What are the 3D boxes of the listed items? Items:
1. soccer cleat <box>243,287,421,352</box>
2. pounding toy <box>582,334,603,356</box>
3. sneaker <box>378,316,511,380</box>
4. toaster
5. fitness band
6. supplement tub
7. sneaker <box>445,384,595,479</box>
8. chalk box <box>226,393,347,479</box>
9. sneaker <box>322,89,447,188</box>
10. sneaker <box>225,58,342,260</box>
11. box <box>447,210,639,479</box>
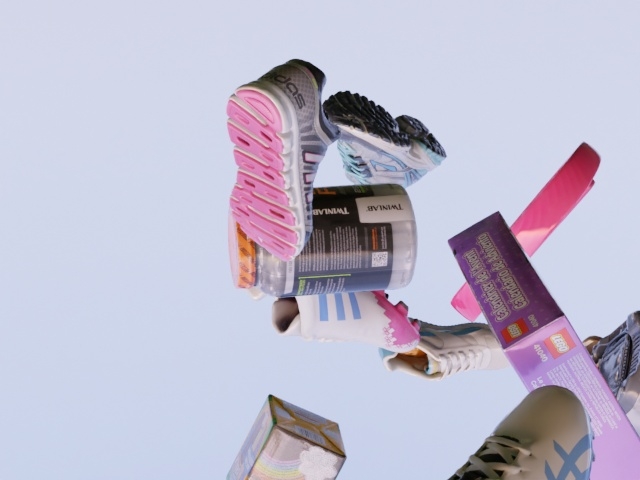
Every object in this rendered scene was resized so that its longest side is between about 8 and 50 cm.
[{"bbox_3d":[0.010,0.093,1.754,0.143,0.331,0.116,-53,-140,-5],"label":"soccer cleat"},{"bbox_3d":[0.429,0.243,1.750,0.269,0.154,0.155,41,-137,15],"label":"pounding toy"},{"bbox_3d":[0.204,0.183,2.013,0.228,0.087,0.092,4,-144,0],"label":"sneaker"},{"bbox_3d":[0.396,0.172,1.460,0.146,0.227,0.129,16,-113,-1],"label":"toaster"},{"bbox_3d":[0.275,-0.011,1.678,0.054,0.291,0.209,40,-147,8],"label":"fitness band"},{"bbox_3d":[0.000,0.000,1.345,0.190,0.117,0.117,-3,-153,-11],"label":"supplement tub"},{"bbox_3d":[0.105,0.180,0.833,0.085,0.086,0.237,9,-131,46],"label":"sneaker"},{"bbox_3d":[-0.067,0.379,1.995,0.132,0.213,0.132,26,-168,-12],"label":"chalk box"},{"bbox_3d":[0.077,-0.127,1.863,0.283,0.122,0.110,17,-148,-52],"label":"sneaker"},{"bbox_3d":[-0.020,-0.056,0.861,0.063,0.170,0.075,28,-124,24],"label":"sneaker"},{"bbox_3d":[0.216,0.136,1.058,0.057,0.293,0.201,-31,-156,6],"label":"box"}]
